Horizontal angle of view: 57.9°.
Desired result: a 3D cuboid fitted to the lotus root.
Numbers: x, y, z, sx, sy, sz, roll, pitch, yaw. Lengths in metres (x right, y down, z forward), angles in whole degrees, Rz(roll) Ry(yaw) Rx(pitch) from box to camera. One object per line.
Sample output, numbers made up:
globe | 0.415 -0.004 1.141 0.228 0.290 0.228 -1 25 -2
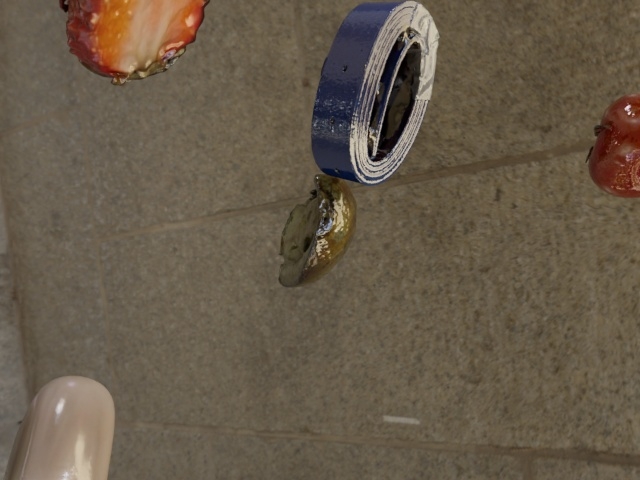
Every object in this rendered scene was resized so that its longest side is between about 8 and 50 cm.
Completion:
lotus root | 0.005 -0.002 1.270 0.314 0.142 0.210 141 132 -68

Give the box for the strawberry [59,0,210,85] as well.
strawberry | -0.205 -0.293 0.618 0.111 0.190 0.236 34 122 12

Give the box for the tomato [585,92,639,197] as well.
tomato | 0.545 -0.168 0.989 0.151 0.187 0.187 15 99 31

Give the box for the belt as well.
belt | 0.107 -0.280 1.112 0.117 0.212 0.346 20 95 44

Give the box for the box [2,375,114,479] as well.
box | -0.262 0.234 0.570 0.146 0.088 0.200 -52 32 35
